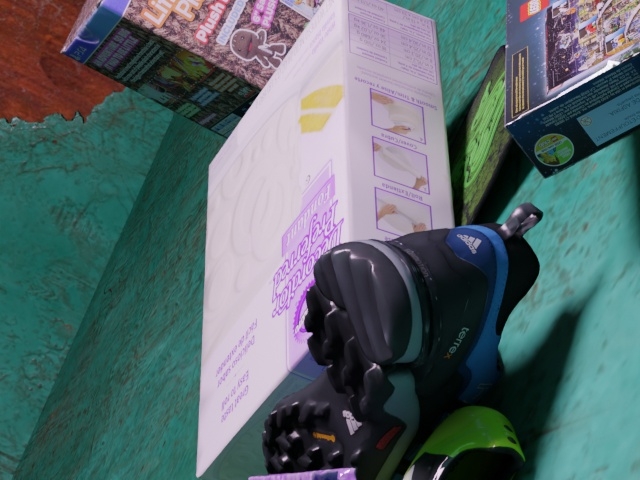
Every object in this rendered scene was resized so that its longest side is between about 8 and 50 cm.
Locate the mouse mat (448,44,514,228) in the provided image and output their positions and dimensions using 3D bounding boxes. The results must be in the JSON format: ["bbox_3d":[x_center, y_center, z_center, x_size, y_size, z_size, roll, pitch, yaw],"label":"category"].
[{"bbox_3d":[0.103,-0.042,1.265,0.152,0.007,0.189,-91,25,-64],"label":"mouse mat"}]

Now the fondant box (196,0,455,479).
[{"bbox_3d":[0.000,0.000,1.308,0.238,0.096,0.330,-51,29,41],"label":"fondant box"}]

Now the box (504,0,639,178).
[{"bbox_3d":[0.186,-0.149,0.996,0.159,0.044,0.233,-29,28,25],"label":"box"}]

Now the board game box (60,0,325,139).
[{"bbox_3d":[-0.097,-0.213,1.789,0.141,0.291,0.232,-66,14,-13],"label":"board game box"}]

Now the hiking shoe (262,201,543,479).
[{"bbox_3d":[0.052,0.104,1.054,0.113,0.132,0.304,60,152,27],"label":"hiking shoe"}]

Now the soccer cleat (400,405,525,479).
[{"bbox_3d":[0.054,0.174,0.966,0.179,0.060,0.072,-58,15,7],"label":"soccer cleat"}]

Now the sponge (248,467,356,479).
[{"bbox_3d":[-0.009,0.233,0.953,0.117,0.031,0.210,160,110,-68],"label":"sponge"}]
